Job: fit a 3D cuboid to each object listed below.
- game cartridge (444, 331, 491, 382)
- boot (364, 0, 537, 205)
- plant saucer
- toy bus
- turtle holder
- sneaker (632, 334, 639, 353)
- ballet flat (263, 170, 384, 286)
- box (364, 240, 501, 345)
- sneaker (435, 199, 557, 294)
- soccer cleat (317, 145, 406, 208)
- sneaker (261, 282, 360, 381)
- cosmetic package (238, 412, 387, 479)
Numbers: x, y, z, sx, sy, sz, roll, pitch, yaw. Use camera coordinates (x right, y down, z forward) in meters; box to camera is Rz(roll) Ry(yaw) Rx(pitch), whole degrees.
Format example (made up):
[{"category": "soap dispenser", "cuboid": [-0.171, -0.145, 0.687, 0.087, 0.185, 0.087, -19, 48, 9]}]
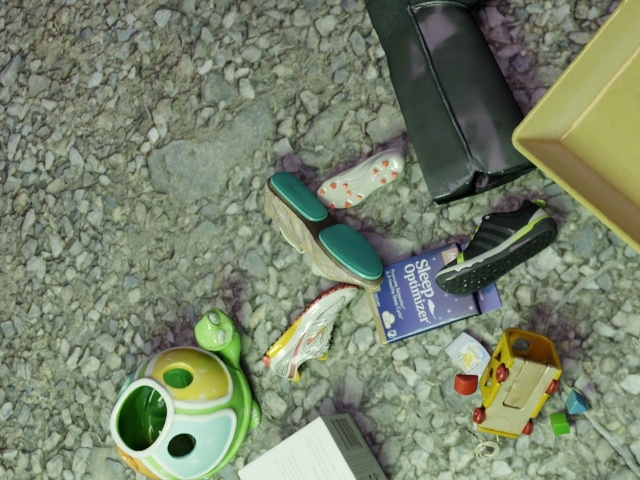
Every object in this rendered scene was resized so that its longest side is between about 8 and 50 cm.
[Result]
[{"category": "game cartridge", "cuboid": [0.263, 0.202, 1.496, 0.056, 0.017, 0.083, -46, 68, 6]}, {"category": "boot", "cuboid": [0.287, -0.324, 1.493, 0.367, 0.146, 0.445, -26, 68, 28]}, {"category": "plant saucer", "cuboid": [0.510, -0.172, 1.263, 0.333, 0.081, 0.333, -51, 59, 16]}, {"category": "toy bus", "cuboid": [0.315, 0.240, 1.417, 0.202, 0.191, 0.104, -23, 30, 17]}, {"category": "turtle holder", "cuboid": [-0.242, 0.303, 1.576, 0.320, 0.227, 0.243, -34, 70, 15]}, {"category": "sneaker", "cuboid": [0.614, 0.130, 1.309, 0.281, 0.105, 0.115, -32, 70, 15]}, {"category": "ballet flat", "cuboid": [0.000, 0.000, 1.600, 0.316, 0.107, 0.106, 49, 135, 29]}, {"category": "box", "cuboid": [0.195, 0.090, 1.532, 0.225, 0.036, 0.136, -21, 74, 17]}, {"category": "sneaker", "cuboid": [0.293, 0.007, 1.475, 0.235, 0.084, 0.097, -28, 55, -3]}, {"category": "soccer cleat", "cuboid": [0.080, -0.116, 1.603, 0.196, 0.076, 0.068, -24, 109, 34]}, {"category": "sneaker", "cuboid": [-0.004, 0.167, 1.588, 0.093, 0.088, 0.225, 43, 100, 2]}, {"category": "cosmetic package", "cuboid": [-0.010, 0.413, 1.490, 0.184, 0.151, 0.151, -36, 70, 14]}]
